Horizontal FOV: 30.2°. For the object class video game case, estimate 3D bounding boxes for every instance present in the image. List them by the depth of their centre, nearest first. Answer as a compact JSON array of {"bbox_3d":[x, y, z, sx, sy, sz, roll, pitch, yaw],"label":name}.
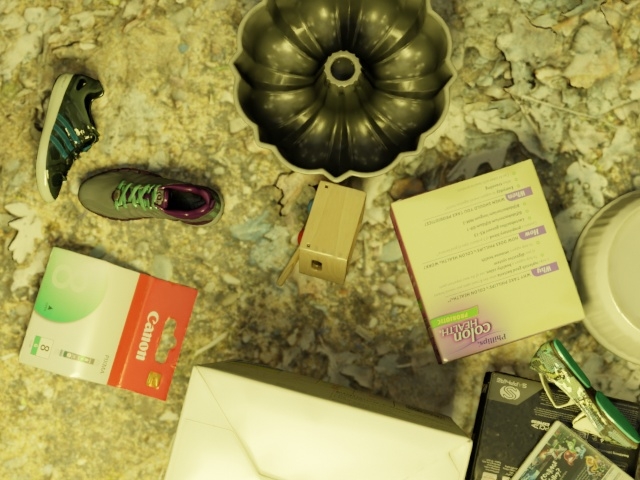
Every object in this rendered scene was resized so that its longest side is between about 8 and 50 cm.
[{"bbox_3d":[0.338,0.376,1.636,0.173,0.022,0.190,38,87,5],"label":"video game case"}]

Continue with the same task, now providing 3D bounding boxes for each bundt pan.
[{"bbox_3d":[0.033,-0.240,1.759,0.330,0.124,0.331,0,84,1],"label":"bundt pan"}]

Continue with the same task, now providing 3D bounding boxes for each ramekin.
[{"bbox_3d":[0.502,0.049,1.706,0.272,0.127,0.273,0,84,3],"label":"ramekin"}]

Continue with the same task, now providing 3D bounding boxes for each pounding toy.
[{"bbox_3d":[0.000,0.000,1.741,0.100,0.141,0.130,16,70,4],"label":"pounding toy"}]

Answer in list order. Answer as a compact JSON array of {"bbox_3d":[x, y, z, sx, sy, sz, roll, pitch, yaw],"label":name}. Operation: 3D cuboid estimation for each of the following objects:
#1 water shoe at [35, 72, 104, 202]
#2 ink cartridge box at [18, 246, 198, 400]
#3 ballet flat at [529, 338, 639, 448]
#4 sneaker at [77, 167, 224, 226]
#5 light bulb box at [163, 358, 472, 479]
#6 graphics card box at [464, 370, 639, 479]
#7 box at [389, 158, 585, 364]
[{"bbox_3d":[-0.377,-0.154,1.792,0.080,0.073,0.203,9,85,1],"label":"water shoe"},{"bbox_3d":[-0.317,0.126,1.769,0.224,0.056,0.181,16,85,6],"label":"ink cartridge box"},{"bbox_3d":[0.361,0.223,1.642,0.070,0.070,0.188,-38,81,-2],"label":"ballet flat"},{"bbox_3d":[-0.257,-0.071,1.764,0.223,0.098,0.083,4,84,3],"label":"sneaker"},{"bbox_3d":[-0.004,0.308,1.581,0.357,0.361,0.225,15,86,4],"label":"light bulb box"},{"bbox_3d":[0.314,0.389,1.693,0.232,0.094,0.371,11,85,4],"label":"graphics card box"},{"bbox_3d":[0.238,0.034,1.724,0.213,0.117,0.243,-18,82,0],"label":"box"}]
